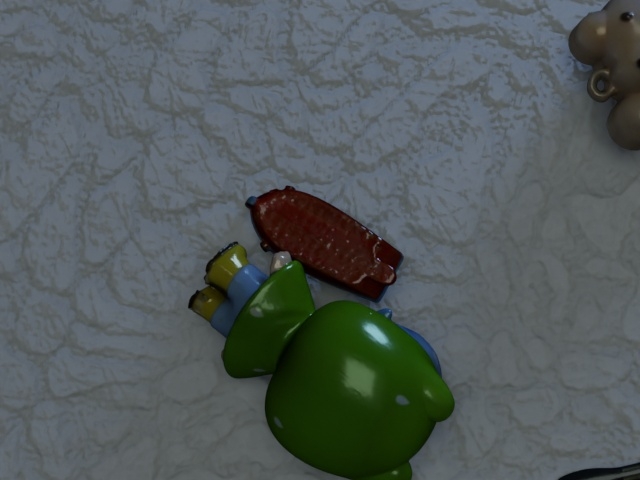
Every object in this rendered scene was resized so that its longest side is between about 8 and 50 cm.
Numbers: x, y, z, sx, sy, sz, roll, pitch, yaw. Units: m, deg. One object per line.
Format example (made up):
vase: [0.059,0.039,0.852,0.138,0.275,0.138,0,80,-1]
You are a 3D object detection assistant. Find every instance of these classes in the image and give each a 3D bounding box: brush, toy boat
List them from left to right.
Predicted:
toy boat: [0.000,0.000,1.578,0.173,0.059,0.069,28,84,15]
brush: [0.305,0.207,1.542,0.193,0.016,0.063,-12,80,2]

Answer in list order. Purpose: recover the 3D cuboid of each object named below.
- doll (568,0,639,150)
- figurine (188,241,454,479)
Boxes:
doll: [0.372,-0.177,1.556,0.278,0.119,0.154,-10,81,-7]
figurine: [-0.004,0.110,1.525,0.263,0.143,0.162,37,108,18]
